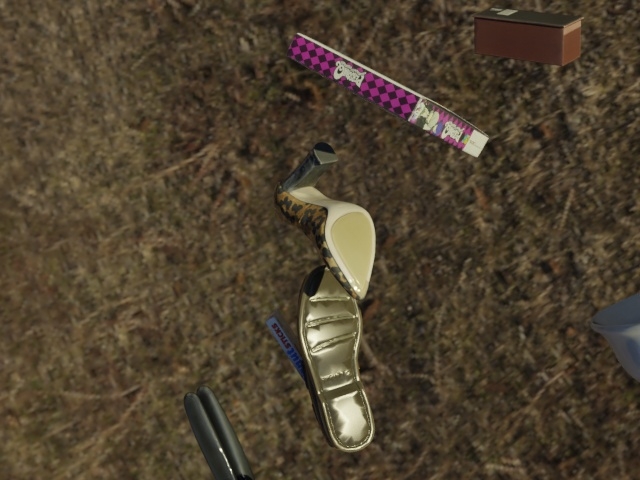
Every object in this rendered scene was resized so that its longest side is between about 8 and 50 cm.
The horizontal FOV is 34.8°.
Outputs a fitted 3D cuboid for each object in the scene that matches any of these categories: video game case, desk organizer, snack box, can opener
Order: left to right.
[{"bbox_3d":[-0.092,0.239,1.074,0.073,0.059,0.186,-29,80,18],"label":"can opener"},{"bbox_3d":[-0.038,0.204,1.791,0.022,0.064,0.178,-32,96,7],"label":"snack box"},{"bbox_3d":[0.095,-0.201,1.419,0.232,0.210,0.041,33,100,32],"label":"video game case"},{"bbox_3d":[0.255,-0.253,1.264,0.130,0.047,0.050,18,124,38],"label":"desk organizer"}]

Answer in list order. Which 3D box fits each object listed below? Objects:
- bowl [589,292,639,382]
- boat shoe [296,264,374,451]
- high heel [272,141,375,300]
[{"bbox_3d":[0.486,0.115,1.215,0.298,0.298,0.134,-19,90,48],"label":"bowl"},{"bbox_3d":[0.010,0.195,1.691,0.104,0.111,0.307,165,99,-73],"label":"boat shoe"},{"bbox_3d":[0.000,0.000,1.605,0.186,0.093,0.261,-46,55,52],"label":"high heel"}]
